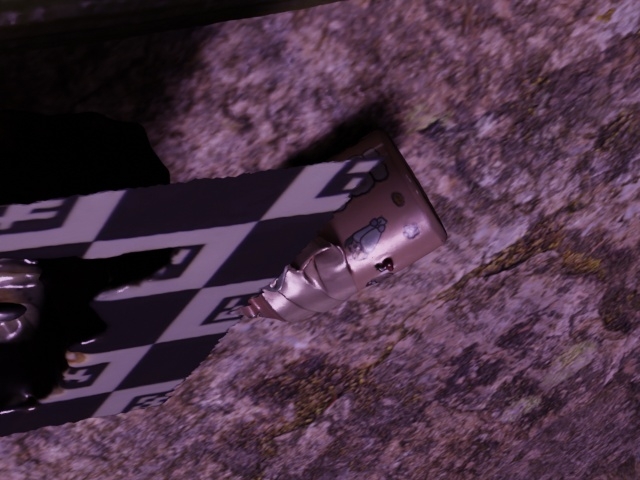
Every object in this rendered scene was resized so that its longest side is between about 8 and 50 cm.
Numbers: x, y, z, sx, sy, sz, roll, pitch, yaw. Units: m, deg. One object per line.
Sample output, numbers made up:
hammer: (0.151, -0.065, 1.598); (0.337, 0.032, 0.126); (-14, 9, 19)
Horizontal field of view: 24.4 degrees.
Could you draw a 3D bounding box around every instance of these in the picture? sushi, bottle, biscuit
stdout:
sushi: (-0.179, 0.011, 0.795); (0.296, 0.100, 0.373); (-9, 160, -26)
bottle: (0.000, 0.001, 0.984); (0.152, 0.099, 0.099); (-30, 158, 5)
biscuit: (-0.059, -0.136, 0.699); (0.322, 0.038, 0.099); (-14, 149, -36)
